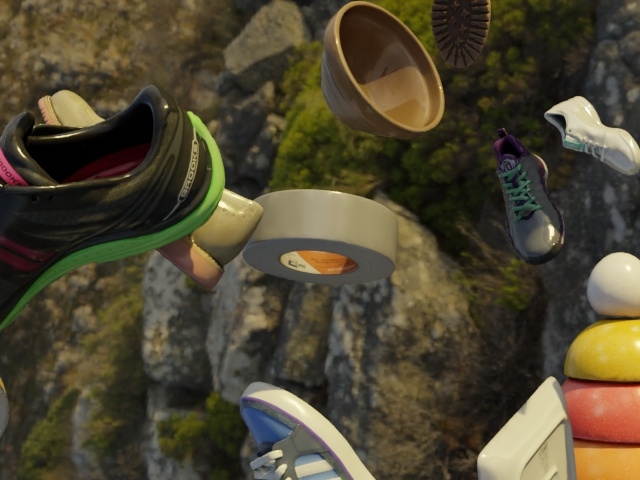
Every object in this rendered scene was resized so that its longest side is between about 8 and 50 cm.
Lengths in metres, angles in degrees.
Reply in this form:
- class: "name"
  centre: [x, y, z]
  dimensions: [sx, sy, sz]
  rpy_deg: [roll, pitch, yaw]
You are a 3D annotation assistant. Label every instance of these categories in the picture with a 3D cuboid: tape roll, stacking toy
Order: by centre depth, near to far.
- class: "tape roll"
  centre: [0.000, 0.000, 1.268]
  dimensions: [0.219, 0.219, 0.072]
  rpy_deg: [-27, 52, 58]
- class: "stacking toy"
  centre: [0.557, 0.262, 1.608]
  dimensions: [0.351, 0.351, 0.479]
  rpy_deg: [178, 93, -64]

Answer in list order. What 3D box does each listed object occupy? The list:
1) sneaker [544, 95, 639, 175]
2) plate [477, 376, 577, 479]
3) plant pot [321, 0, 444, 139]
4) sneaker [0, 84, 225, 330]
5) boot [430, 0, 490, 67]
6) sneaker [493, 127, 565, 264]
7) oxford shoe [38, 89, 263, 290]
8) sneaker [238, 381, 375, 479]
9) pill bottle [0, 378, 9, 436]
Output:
- class: "sneaker"
  centre: [0.502, -0.184, 1.661]
  dimensions: [0.212, 0.094, 0.080]
  rpy_deg: [54, 152, 39]
- class: "plate"
  centre: [0.327, 0.383, 1.335]
  dimensions: [0.045, 0.277, 0.277]
  rpy_deg: [1, 108, 37]
- class: "plant pot"
  centre: [0.078, -0.252, 1.423]
  dimensions: [0.110, 0.237, 0.237]
  rpy_deg: [-32, 48, 40]
- class: "sneaker"
  centre: [-0.345, -0.032, 0.985]
  dimensions: [0.185, 0.483, 0.202]
  rpy_deg: [47, 161, 40]
- class: "boot"
  centre: [0.149, -0.251, 0.886]
  dimensions: [0.059, 0.085, 0.157]
  rpy_deg: [2, 98, 27]
- class: "sneaker"
  centre: [0.283, -0.064, 1.276]
  dimensions: [0.083, 0.098, 0.223]
  rpy_deg: [-31, 36, 25]
- class: "oxford shoe"
  centre: [-0.236, -0.102, 1.234]
  dimensions: [0.397, 0.140, 0.146]
  rpy_deg: [42, 86, 21]
- class: "sneaker"
  centre: [-0.048, 0.380, 1.219]
  dimensions: [0.236, 0.323, 0.130]
  rpy_deg: [-44, 4, -34]
- class: "pill bottle"
  centre: [-0.500, 0.227, 1.243]
  dimensions: [0.215, 0.117, 0.117]
  rpy_deg: [179, 104, -68]
